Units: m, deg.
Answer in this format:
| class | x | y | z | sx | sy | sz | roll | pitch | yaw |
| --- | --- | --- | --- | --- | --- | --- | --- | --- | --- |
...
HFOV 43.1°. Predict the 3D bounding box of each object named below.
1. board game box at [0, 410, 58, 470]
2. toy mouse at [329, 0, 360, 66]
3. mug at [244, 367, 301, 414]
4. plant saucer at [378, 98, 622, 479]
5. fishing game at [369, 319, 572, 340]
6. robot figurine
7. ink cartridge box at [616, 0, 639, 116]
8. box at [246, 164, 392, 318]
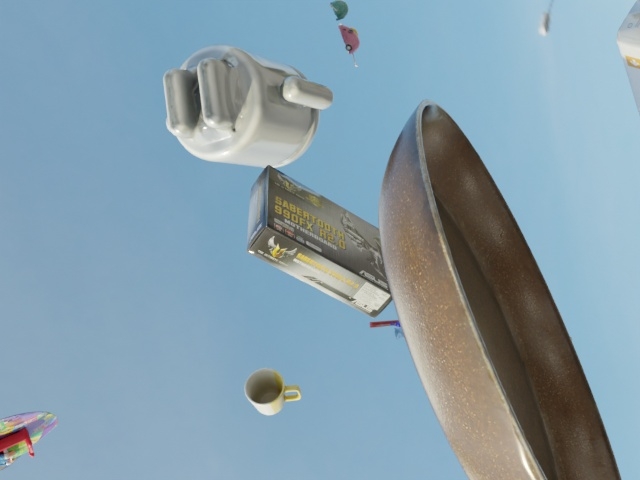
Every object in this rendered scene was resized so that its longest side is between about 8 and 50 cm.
| class | x | y | z | sx | sy | sz | roll | pitch | yaw |
| --- | --- | --- | --- | --- | --- | --- | --- | --- | --- |
| board game box | -0.387 | 0.264 | 0.964 | 0.033 | 0.169 | 0.133 | 57 | -163 | 22 |
| toy mouse | 0.051 | -0.425 | 1.602 | 0.143 | 0.031 | 0.161 | 57 | -164 | -58 |
| mug | -0.076 | 0.245 | 1.265 | 0.062 | 0.078 | 0.064 | -55 | -25 | -27 |
| plant saucer | 0.113 | 0.063 | 0.505 | 0.310 | 0.050 | 0.310 | 51 | -156 | -33 |
| fishing game | 0.188 | 0.124 | 1.030 | 0.189 | 0.264 | 0.041 | -3 | -88 | -28 |
| robot figurine | -0.129 | -0.235 | 1.457 | 0.353 | 0.300 | 0.199 | -1 | -93 | -63 |
| ink cartridge box | 0.467 | -0.095 | 0.789 | 0.072 | 0.304 | 0.307 | -60 | -39 | -8 |
| box | 0.000 | 0.000 | 1.242 | 0.231 | 0.056 | 0.183 | 30 | -152 | -20 |
